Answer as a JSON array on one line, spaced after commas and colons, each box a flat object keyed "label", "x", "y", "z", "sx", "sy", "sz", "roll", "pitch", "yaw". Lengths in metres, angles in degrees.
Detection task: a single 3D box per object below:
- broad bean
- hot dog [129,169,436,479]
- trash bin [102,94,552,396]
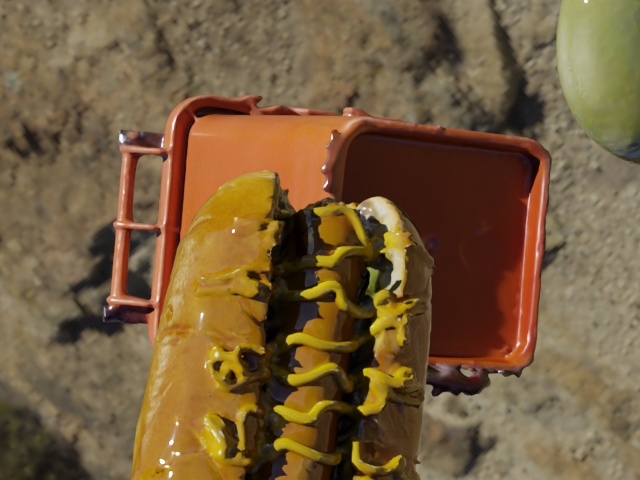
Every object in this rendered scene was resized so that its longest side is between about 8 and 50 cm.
[{"label": "broad bean", "x": 0.250, "y": -0.172, "z": 1.026, "sx": 0.189, "sy": 0.263, "sz": 0.121, "roll": 38, "pitch": 171, "yaw": -35}, {"label": "hot dog", "x": -0.012, "y": 0.065, "z": 0.369, "sx": 0.071, "sy": 0.165, "sz": 0.045, "roll": 15, "pitch": 161, "yaw": -20}, {"label": "trash bin", "x": 0.000, "y": 0.000, "z": 0.783, "sx": 0.238, "sy": 0.184, "sz": 0.161, "roll": -178, "pitch": 93, "yaw": -70}]
